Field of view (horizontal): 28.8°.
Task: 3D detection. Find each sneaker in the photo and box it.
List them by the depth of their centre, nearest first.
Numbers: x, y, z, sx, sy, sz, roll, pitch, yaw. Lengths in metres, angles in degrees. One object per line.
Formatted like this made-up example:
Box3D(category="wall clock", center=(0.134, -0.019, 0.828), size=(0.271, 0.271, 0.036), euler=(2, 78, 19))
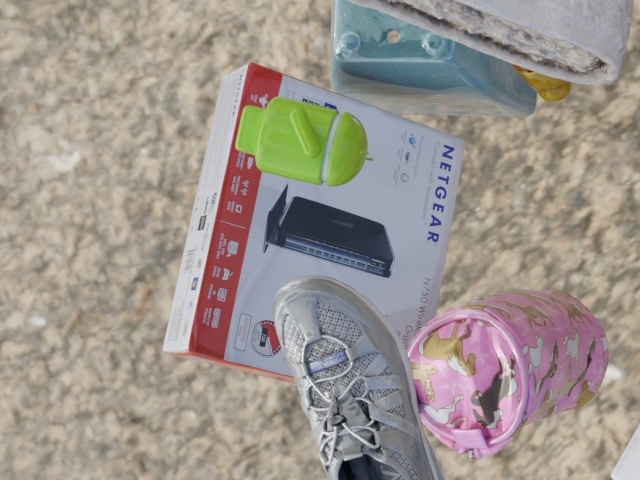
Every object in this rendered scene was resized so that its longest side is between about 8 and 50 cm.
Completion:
Box3D(category="sneaker", center=(0.039, 0.161, 1.132), size=(0.105, 0.115, 0.281), euler=(-28, 90, 17))

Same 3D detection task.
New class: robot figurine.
Box3D(category="robot figurine", center=(-0.012, -0.084, 1.066), size=(0.115, 0.101, 0.067), euler=(13, 91, 7))

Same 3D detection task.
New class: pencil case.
Box3D(category="pencil case", center=(0.236, 0.151, 1.509), size=(0.167, 0.386, 0.160), euler=(-47, 72, 20))

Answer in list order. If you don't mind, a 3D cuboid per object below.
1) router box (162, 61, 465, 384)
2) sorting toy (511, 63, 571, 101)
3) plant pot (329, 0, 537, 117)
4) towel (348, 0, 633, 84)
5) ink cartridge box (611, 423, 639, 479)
Box3D(category="router box", center=(0.000, 0.000, 1.452), size=(0.082, 0.301, 0.336), euler=(-12, 65, 62))
Box3D(category="sorting toy", center=(0.223, -0.230, 1.037), size=(0.127, 0.365, 0.126), euler=(-3, 121, 36))
Box3D(category="plant pot", center=(0.127, -0.282, 1.535), size=(0.247, 0.252, 0.248), euler=(3, 94, 19))
Box3D(category="towel", center=(0.028, -0.200, 0.573), size=(0.282, 0.049, 0.187), euler=(19, 71, -9))
Box3D(category="ink cartridge box", center=(0.440, 0.221, 1.319), size=(0.232, 0.066, 0.189), euler=(24, 81, 54))
